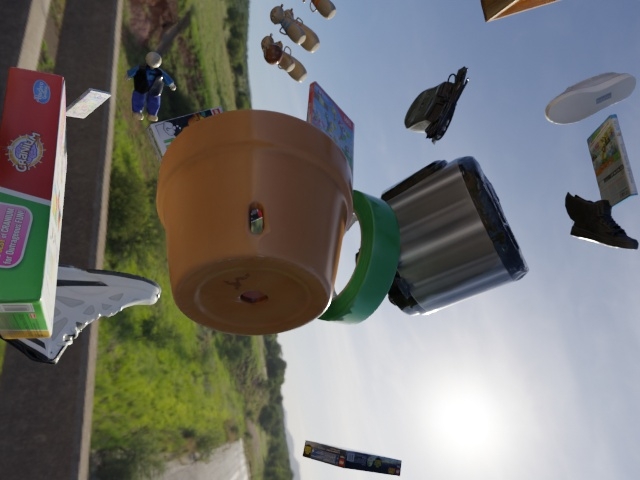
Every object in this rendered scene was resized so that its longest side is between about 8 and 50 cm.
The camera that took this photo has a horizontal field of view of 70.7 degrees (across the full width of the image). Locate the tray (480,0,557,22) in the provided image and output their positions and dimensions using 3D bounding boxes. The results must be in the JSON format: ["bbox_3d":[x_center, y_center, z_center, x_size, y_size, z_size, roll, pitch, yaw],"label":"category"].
[{"bbox_3d":[0.621,-0.648,1.077,0.203,0.411,0.076,-146,-142,-79],"label":"tray"}]

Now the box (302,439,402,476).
[{"bbox_3d":[0.052,0.350,0.723,0.094,0.137,0.027,-12,-123,46],"label":"box"}]

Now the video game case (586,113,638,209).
[{"bbox_3d":[0.587,-0.153,0.913,0.119,0.015,0.166,47,35,-74],"label":"video game case"}]

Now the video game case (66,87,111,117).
[{"bbox_3d":[-0.694,-0.406,1.338,0.011,0.122,0.087,58,16,-1],"label":"video game case"}]

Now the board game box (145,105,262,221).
[{"bbox_3d":[-0.283,-0.165,1.136,0.053,0.193,0.305,-6,-71,55],"label":"board game box"}]

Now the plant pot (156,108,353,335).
[{"bbox_3d":[-0.090,-0.001,0.631,0.291,0.291,0.203,93,-5,-52],"label":"plant pot"}]

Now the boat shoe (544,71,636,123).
[{"bbox_3d":[0.521,-0.289,0.892,0.066,0.184,0.063,63,2,-37],"label":"boat shoe"}]

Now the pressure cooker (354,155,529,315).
[{"bbox_3d":[0.302,0.009,1.248,0.370,0.420,0.375,49,28,-29],"label":"pressure cooker"}]

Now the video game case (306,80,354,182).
[{"bbox_3d":[0.030,-0.277,1.257,0.204,0.025,0.285,35,47,-43],"label":"video game case"}]

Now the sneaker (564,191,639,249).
[{"bbox_3d":[0.559,-0.041,0.902,0.170,0.051,0.089,-143,-118,-68],"label":"sneaker"}]

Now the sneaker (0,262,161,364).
[{"bbox_3d":[-0.664,0.206,1.242,0.169,0.447,0.257,-6,-105,38],"label":"sneaker"}]

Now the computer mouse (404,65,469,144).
[{"bbox_3d":[0.301,-0.334,1.179,0.188,0.072,0.272,-64,-167,6],"label":"computer mouse"}]

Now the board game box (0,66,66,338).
[{"bbox_3d":[-0.413,-0.038,0.646,0.242,0.064,0.316,-39,-127,55],"label":"board game box"}]

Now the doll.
[{"bbox_3d":[-0.444,-0.404,1.179,0.189,0.129,0.046,-62,-140,42],"label":"doll"}]

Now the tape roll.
[{"bbox_3d":[0.061,0.039,1.088,0.321,0.077,0.321,-40,-139,48],"label":"tape roll"}]

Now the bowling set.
[{"bbox_3d":[-0.105,-0.585,1.272,0.154,0.200,0.287,48,-44,11],"label":"bowling set"}]
